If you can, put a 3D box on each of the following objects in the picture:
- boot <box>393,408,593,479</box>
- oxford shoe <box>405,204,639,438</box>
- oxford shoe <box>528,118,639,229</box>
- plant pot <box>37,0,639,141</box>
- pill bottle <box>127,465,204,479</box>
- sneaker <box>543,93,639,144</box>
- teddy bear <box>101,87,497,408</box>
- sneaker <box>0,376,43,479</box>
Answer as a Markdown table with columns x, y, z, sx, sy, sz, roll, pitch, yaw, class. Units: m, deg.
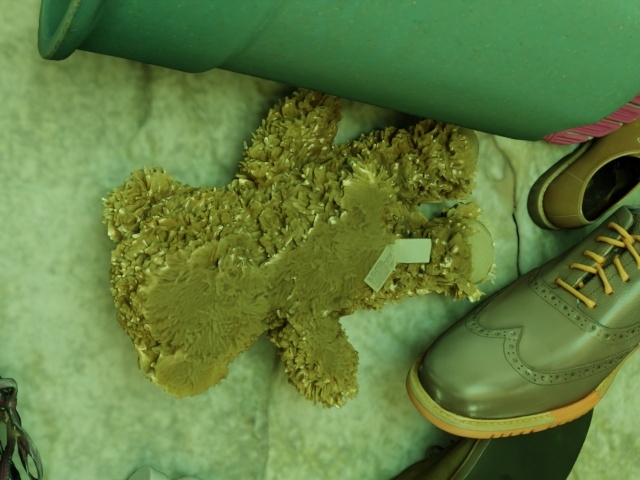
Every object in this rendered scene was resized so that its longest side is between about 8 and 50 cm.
| x | y | z | sx | sy | sz | roll | pitch | yaw | class |
| --- | --- | --- | --- | --- | --- | --- | --- | --- | --- |
| 0.137 | 0.196 | 0.642 | 0.305 | 0.115 | 0.112 | -38 | 109 | -30 | boot |
| 0.224 | 0.039 | 0.604 | 0.363 | 0.130 | 0.133 | -23 | 135 | -25 | oxford shoe |
| 0.287 | -0.087 | 0.658 | 0.076 | 0.076 | 0.212 | 43 | 82 | -18 | oxford shoe |
| 0.042 | -0.223 | 0.435 | 0.333 | 0.341 | 0.342 | 13 | 94 | -29 | plant pot |
| -0.090 | 0.243 | 0.570 | 0.152 | 0.086 | 0.086 | 36 | 86 | -21 | pill bottle |
| 0.257 | -0.200 | 0.618 | 0.102 | 0.111 | 0.252 | 21 | 113 | -24 | sneaker |
| 0.000 | 0.000 | 0.567 | 0.338 | 0.113 | 0.245 | -34 | 115 | -19 | teddy bear |
| -0.242 | 0.145 | 0.489 | 0.112 | 0.120 | 0.299 | -47 | 117 | -29 | sneaker |
